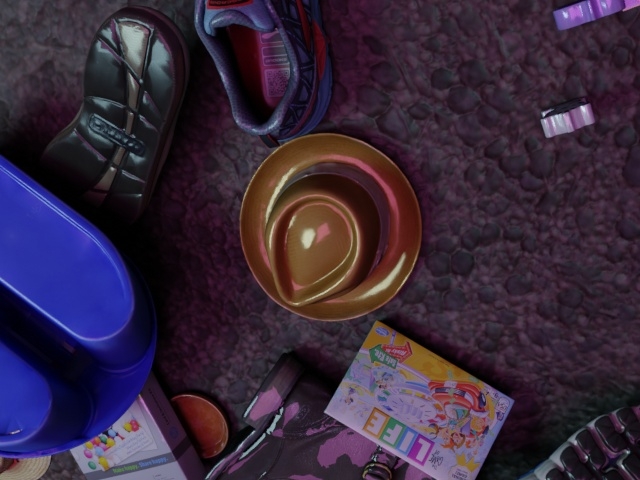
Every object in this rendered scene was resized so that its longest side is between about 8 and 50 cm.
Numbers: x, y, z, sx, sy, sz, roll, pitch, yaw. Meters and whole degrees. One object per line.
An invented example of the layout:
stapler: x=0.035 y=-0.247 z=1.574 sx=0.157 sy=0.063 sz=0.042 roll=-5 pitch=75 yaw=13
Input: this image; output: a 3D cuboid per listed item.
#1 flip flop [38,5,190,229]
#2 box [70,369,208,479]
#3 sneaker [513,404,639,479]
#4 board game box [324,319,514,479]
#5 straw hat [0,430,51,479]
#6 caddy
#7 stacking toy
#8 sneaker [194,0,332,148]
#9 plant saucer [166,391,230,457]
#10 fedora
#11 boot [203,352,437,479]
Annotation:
flip flop: x=-0.186 y=-0.109 z=0.693 sx=0.112 sy=0.080 sz=0.277 roll=32 pitch=133 yaw=-5
box: x=-0.230 y=0.215 z=0.844 sx=0.145 sy=0.038 sz=0.186 roll=-20 pitch=100 yaw=28
sneaker: x=0.242 y=0.253 z=0.697 sx=0.330 sy=0.147 sz=0.130 roll=-25 pitch=67 yaw=6
board game box: x=0.095 y=0.161 z=0.715 sx=0.154 sy=0.026 sz=0.103 roll=29 pitch=78 yaw=5
straw hat: x=-0.411 y=0.265 z=0.910 sx=0.144 sy=0.061 sz=0.144 roll=5 pitch=110 yaw=15
caddy: x=-0.325 y=0.059 z=0.722 sx=0.341 sy=0.179 sz=0.241 roll=37 pitch=74 yaw=2
stacking toy: x=0.246 y=-0.193 z=0.563 sx=0.221 sy=0.052 sz=0.167 roll=-18 pitch=104 yaw=20
sneaker: x=-0.050 y=-0.206 z=0.602 sx=0.104 sy=0.125 sz=0.262 roll=-8 pitch=107 yaw=18
plant saucer: x=-0.142 y=0.209 z=0.840 sx=0.083 sy=0.013 sz=0.083 roll=6 pitch=111 yaw=14
fedora: x=0.000 y=0.000 z=0.688 sx=0.194 sy=0.079 sz=0.194 roll=5 pitch=111 yaw=14
boot: x=0.004 y=0.264 z=0.776 sx=0.229 sy=0.091 sz=0.263 roll=31 pitch=112 yaw=4
